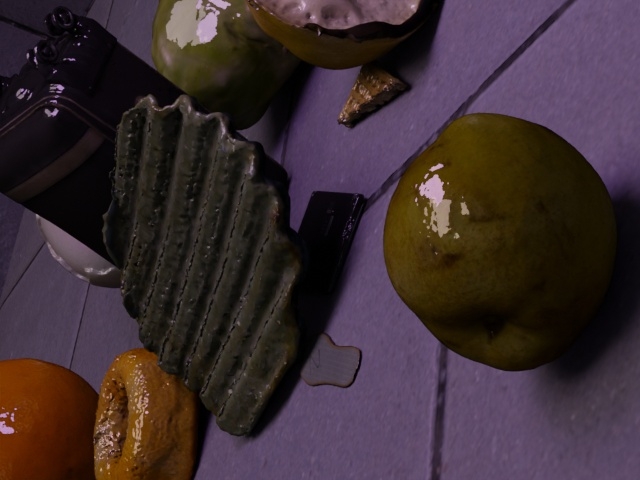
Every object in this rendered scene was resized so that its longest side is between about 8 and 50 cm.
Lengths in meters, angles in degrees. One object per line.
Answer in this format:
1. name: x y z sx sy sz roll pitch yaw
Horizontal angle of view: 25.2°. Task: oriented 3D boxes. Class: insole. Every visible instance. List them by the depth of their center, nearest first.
1. insole: 0.007 0.138 1.631 0.188 0.004 0.064 1 73 70

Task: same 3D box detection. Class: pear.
1. pear: 0.145 0.001 1.146 0.200 0.200 0.200 -53 25 38
2. pear: 0.013 -0.294 1.766 0.178 0.266 0.267 99 179 -57

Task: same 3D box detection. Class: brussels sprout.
1. brussels sprout: -0.123 -0.316 2.120 0.316 0.242 0.274 -68 -10 -63

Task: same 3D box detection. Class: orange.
1. orange: -0.484 0.343 2.304 0.312 0.312 0.312 -53 25 38

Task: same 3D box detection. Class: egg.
1. egg: -0.327 -0.069 2.322 0.278 0.278 0.336 -59 25 26

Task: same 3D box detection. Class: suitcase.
1. suitcase: -0.265 -0.103 1.960 0.283 0.434 0.194 -25 39 46

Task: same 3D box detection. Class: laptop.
1. laptop: 0.000 0.000 1.774 0.129 0.016 0.180 -70 18 -4

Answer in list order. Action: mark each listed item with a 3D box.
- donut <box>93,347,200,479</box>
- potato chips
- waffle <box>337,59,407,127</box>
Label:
1. donut: -0.241 0.268 2.018 0.253 0.118 0.254 -24 63 60
2. potato chips: -0.147 0.032 1.760 0.358 0.070 0.429 42 135 26
3. waffle: 0.064 -0.169 1.764 0.097 0.023 0.153 -66 19 11
